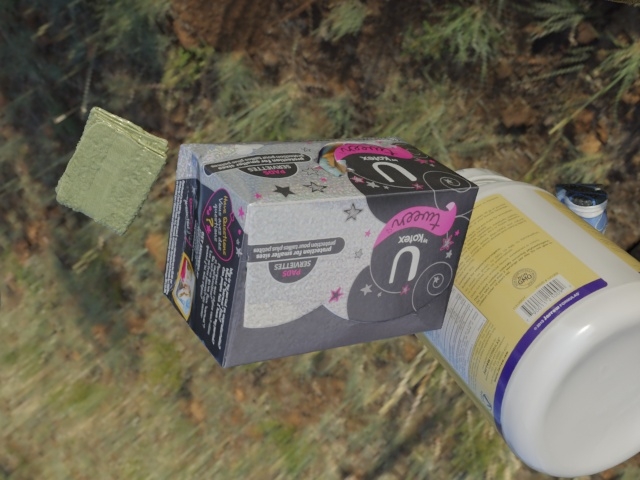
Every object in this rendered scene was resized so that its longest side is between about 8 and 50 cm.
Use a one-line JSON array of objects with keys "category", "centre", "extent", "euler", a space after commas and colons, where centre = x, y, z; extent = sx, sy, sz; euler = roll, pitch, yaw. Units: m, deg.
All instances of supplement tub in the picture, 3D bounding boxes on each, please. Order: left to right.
[{"category": "supplement tub", "centre": [0.237, 0.078, 1.053], "extent": [0.331, 0.241, 0.241], "euler": [52, 165, 52]}]

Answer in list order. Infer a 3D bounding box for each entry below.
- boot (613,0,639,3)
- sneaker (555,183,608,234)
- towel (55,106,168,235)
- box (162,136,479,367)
[{"category": "boot", "centre": [0.399, -0.308, 0.941], "extent": [0.262, 0.203, 0.095], "euler": [25, 146, 33]}, {"category": "sneaker", "centre": [0.415, -0.047, 1.465], "extent": [0.080, 0.211, 0.081], "euler": [-1, 102, 16]}, {"category": "towel", "centre": [-0.256, -0.083, 1.130], "extent": [0.110, 0.027, 0.148], "euler": [29, 118, -6]}, {"category": "box", "centre": [0.000, 0.000, 0.857], "extent": [0.142, 0.247, 0.163], "euler": [40, 127, 47]}]
